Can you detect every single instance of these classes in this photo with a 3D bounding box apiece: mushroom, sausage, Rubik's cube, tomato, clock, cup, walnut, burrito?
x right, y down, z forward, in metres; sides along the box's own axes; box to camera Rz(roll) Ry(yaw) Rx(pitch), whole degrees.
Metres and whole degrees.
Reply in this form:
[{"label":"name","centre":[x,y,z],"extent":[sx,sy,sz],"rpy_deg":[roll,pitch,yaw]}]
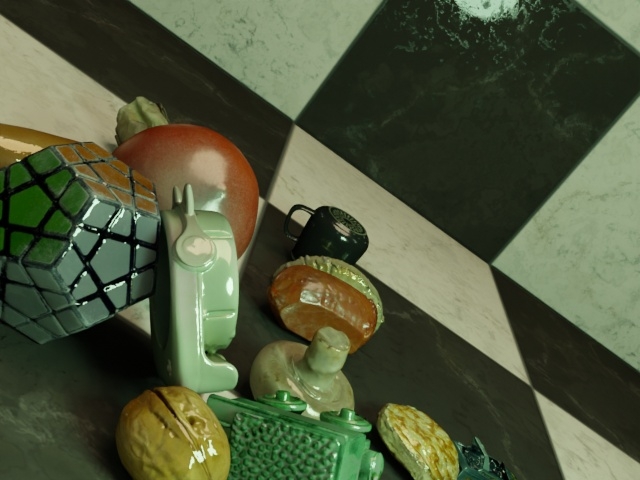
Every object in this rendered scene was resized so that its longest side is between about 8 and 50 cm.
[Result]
[{"label":"mushroom","centre":[-0.025,0.249,1.565],"extent":[0.206,0.209,0.206],"rpy_deg":[18,1,0]},{"label":"sausage","centre":[-0.549,-0.154,1.659],"extent":[0.354,0.116,0.134],"rpy_deg":[13,41,-44]},{"label":"sausage","centre":[0.003,0.150,1.895],"extent":[0.268,0.153,0.141],"rpy_deg":[29,26,-23]},{"label":"Rubik's cube","centre":[-0.391,0.001,1.328],"extent":[0.264,0.319,0.319],"rpy_deg":[3,31,-18]},{"label":"tomato","centre":[-0.267,-0.065,1.640],"extent":[0.321,0.321,0.321],"rpy_deg":[34,19,-13]},{"label":"clock","centre":[-0.204,0.072,1.366],"extent":[0.108,0.324,0.265],"rpy_deg":[-1,3,-18]},{"label":"cup","centre":[0.000,0.000,2.216],"extent":[0.223,0.176,0.169],"rpy_deg":[31,21,-11]},{"label":"walnut","centre":[-0.209,0.285,1.208],"extent":[0.180,0.144,0.144],"rpy_deg":[56,24,20]},{"label":"burrito","centre":[-0.375,-0.185,2.007],"extent":[0.135,0.190,0.332],"rpy_deg":[-15,43,-23]}]

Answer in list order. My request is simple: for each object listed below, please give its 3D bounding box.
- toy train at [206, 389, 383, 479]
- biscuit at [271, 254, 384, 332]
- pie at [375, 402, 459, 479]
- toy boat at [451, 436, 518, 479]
[{"label":"toy train","centre":[-0.042,0.320,1.319],"extent":[0.266,0.145,0.202],"rpy_deg":[11,0,23]},{"label":"biscuit","centre":[0.030,0.120,2.022],"extent":[0.281,0.179,0.084],"rpy_deg":[29,40,-6]},{"label":"pie","centre":[0.191,0.416,1.728],"extent":[0.205,0.084,0.179],"rpy_deg":[46,21,17]},{"label":"toy boat","centre":[0.362,0.499,1.833],"extent":[0.246,0.103,0.093],"rpy_deg":[32,18,-28]}]
